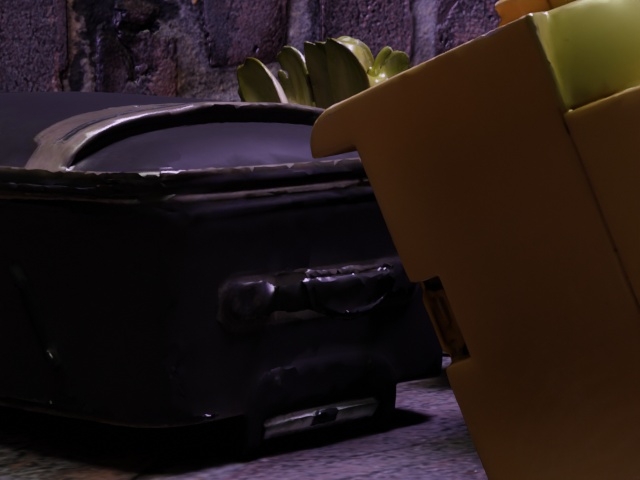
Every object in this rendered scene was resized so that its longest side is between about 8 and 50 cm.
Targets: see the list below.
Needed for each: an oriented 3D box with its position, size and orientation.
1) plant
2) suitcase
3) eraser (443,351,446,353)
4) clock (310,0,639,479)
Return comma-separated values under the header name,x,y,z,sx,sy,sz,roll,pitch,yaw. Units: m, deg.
name,x,y,z,sx,sy,sz,roll,pitch,yaw
plant,0.039,0.001,1.553,0.261,0.297,0.306,22,-47,-19
suitcase,-0.136,0.007,1.193,0.434,0.194,0.283,7,9,43
eraser,0.080,0.070,1.409,0.083,0.019,0.038,2,8,24
clock,0.173,-0.017,0.916,0.200,0.244,0.317,-18,4,32
